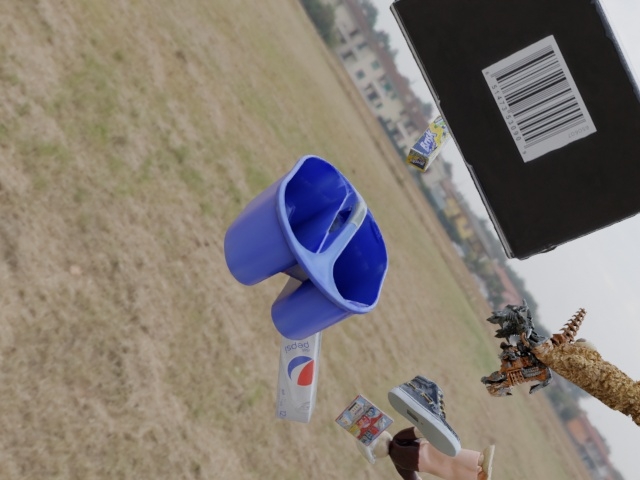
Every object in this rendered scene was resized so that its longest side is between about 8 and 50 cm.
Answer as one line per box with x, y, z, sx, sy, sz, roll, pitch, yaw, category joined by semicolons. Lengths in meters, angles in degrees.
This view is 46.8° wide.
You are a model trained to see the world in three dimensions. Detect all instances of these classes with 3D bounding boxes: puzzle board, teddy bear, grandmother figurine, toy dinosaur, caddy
0.096;0.406;1.663;0.096;0.128;0.011;37;41;4;puzzle board
0.721;0.351;1.851;0.338;0.113;0.245;34;3;6;teddy bear
0.252;0.540;1.851;0.104;0.343;0.207;-33;130;-63;grandmother figurine
0.565;0.288;1.982;0.218;0.322;0.164;55;-20;36;toy dinosaur
0.000;0.000;1.191;0.241;0.179;0.341;51;25;-12;caddy

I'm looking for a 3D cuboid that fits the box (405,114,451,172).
0.291;-0.256;1.941;0.059;0.169;0.054;31;-36;13;box

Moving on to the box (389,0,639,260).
0.405;-0.281;1.344;0.479;0.297;0.472;63;24;-5;box

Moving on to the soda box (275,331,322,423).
-0.053;0.312;1.883;0.098;0.091;0.286;-50;147;-73;soda box

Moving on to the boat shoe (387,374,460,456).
0.217;0.325;1.408;0.183;0.083;0.065;39;-36;40;boat shoe
